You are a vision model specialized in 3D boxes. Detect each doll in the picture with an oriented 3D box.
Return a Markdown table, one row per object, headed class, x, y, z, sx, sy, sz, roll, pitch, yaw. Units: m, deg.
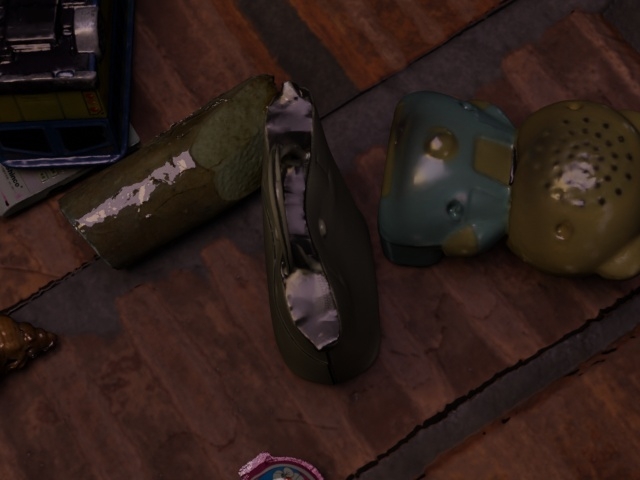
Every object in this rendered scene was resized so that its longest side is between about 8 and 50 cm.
| class | x | y | z | sx | sy | sz | roll | pitch | yaw |
| --- | --- | --- | --- | --- | --- | --- | --- | --- | --- |
| doll | 0.193 | -0.056 | 1.135 | 0.260 | 0.161 | 0.177 | 8 | 69 | 9 |

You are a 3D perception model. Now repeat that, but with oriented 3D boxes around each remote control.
| class | x | y | z | sx | sy | sz | roll | pitch | yaw |
| --- | --- | --- | --- | --- | --- | --- | --- | --- | --- |
| remote control | -0.277 | -0.086 | 1.245 | 0.166 | 0.029 | 0.065 | -29 | 65 | -12 |

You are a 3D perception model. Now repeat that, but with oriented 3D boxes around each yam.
| class | x | y | z | sx | sy | sz | roll | pitch | yaw |
| --- | --- | --- | --- | --- | --- | --- | --- | --- | --- |
| yam | -0.133 | -0.070 | 1.194 | 0.259 | 0.106 | 0.106 | -33 | 71 | -7 |

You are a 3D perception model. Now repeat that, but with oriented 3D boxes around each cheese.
| class | x | y | z | sx | sy | sz | roll | pitch | yaw |
| --- | --- | --- | --- | --- | --- | --- | --- | --- | --- |
| cheese | -0.024 | 0.265 | 1.091 | 0.095 | 0.038 | 0.145 | -35 | 83 | -7 |

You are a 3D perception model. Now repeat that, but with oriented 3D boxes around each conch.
| class | x | y | z | sx | sy | sz | roll | pitch | yaw |
| --- | --- | --- | --- | --- | --- | --- | --- | --- | --- |
| conch | -0.378 | 0.095 | 1.138 | 0.232 | 0.080 | 0.086 | 16 | 47 | -13 |

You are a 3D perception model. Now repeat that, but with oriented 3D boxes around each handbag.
| class | x | y | z | sx | sy | sz | roll | pitch | yaw |
| --- | --- | --- | --- | --- | --- | --- | --- | --- | --- |
| handbag | 0.000 | 0.000 | 1.043 | 0.109 | 0.315 | 0.241 | -7 | 70 | -2 |

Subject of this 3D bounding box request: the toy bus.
| class | x | y | z | sx | sy | sz | roll | pitch | yaw |
| --- | --- | --- | --- | --- | --- | --- | --- | --- | --- |
| toy bus | -0.274 | -0.235 | 1.208 | 0.138 | 0.175 | 0.288 | -3 | 61 | 1 |
